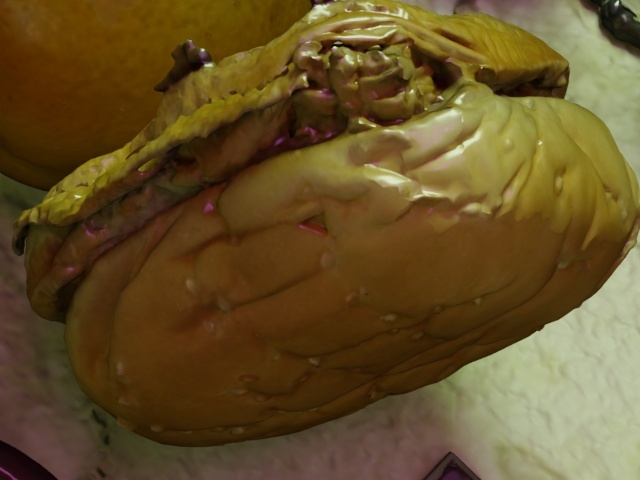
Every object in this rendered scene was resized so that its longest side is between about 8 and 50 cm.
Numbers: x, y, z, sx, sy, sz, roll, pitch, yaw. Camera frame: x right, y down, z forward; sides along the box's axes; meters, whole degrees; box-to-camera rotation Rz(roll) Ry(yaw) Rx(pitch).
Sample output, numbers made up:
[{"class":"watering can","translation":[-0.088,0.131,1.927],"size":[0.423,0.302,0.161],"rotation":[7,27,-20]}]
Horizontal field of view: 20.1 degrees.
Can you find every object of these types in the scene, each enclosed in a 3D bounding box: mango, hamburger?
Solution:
[{"class":"mango","translation":[-0.117,-0.200,1.015],"size":[0.264,0.221,0.378],"rotation":[16,56,3]},{"class":"hamburger","translation":[0.000,0.000,0.912],"size":[0.319,0.318,0.158],"rotation":[-15,72,-21]}]

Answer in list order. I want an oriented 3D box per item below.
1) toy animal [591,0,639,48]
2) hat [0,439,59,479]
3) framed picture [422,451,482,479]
[{"class":"toy animal","translation":[0.254,-0.185,1.182],"size":[0.148,0.084,0.232],"rotation":[-22,71,-24]},{"class":"hat","translation":[-0.202,0.187,0.893],"size":[0.205,0.089,0.205],"rotation":[6,70,-16]},{"class":"framed picture","translation":[0.101,0.251,0.991],"size":[0.231,0.010,0.173],"rotation":[45,64,7]}]
